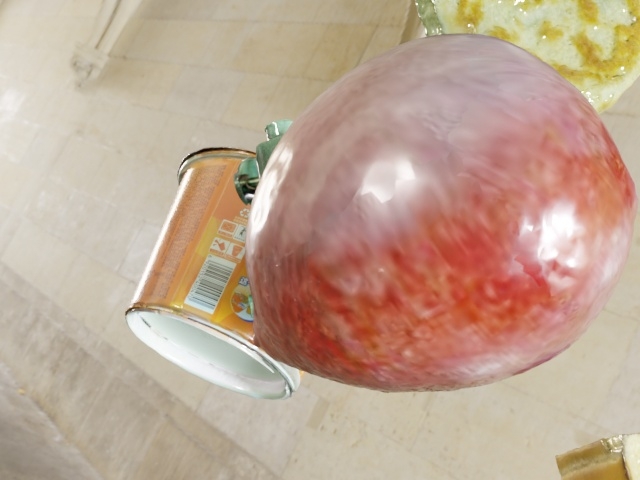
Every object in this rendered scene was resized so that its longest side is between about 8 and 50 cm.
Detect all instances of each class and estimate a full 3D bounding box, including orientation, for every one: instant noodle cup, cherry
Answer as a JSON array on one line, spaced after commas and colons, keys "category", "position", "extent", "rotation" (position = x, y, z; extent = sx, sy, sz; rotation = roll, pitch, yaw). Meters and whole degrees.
[{"category": "instant noodle cup", "position": [-0.100, 0.055, 0.879], "extent": [0.296, 0.214, 0.296], "rotation": [20, -28, 11]}, {"category": "cherry", "position": [0.056, -0.017, 0.434], "extent": [0.239, 0.239, 0.206], "rotation": [22, -44, 35]}]

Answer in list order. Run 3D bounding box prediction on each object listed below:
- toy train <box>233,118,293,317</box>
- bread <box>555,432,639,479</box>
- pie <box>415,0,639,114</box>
[{"category": "toy train", "position": [0.000, 0.000, 0.717], "extent": [0.101, 0.248, 0.159], "rotation": [-19, -17, 34]}, {"category": "bread", "position": [0.448, 0.401, 0.970], "extent": [0.111, 0.239, 0.246], "rotation": [-7, -25, -5]}, {"category": "pie", "position": [0.241, -0.263, 0.775], "extent": [0.302, 0.302, 0.067], "rotation": [28, -22, -10]}]
